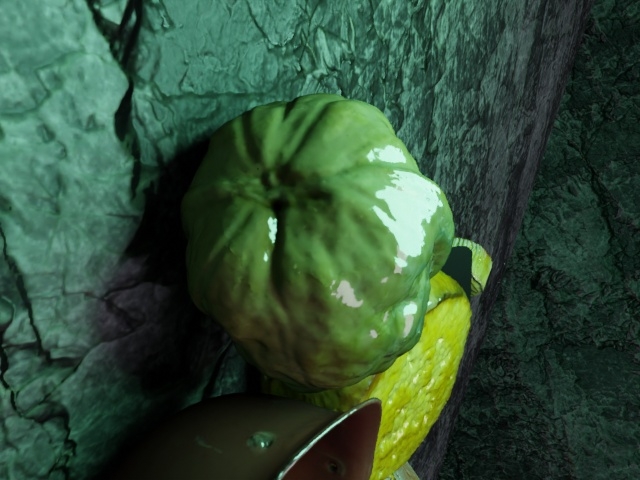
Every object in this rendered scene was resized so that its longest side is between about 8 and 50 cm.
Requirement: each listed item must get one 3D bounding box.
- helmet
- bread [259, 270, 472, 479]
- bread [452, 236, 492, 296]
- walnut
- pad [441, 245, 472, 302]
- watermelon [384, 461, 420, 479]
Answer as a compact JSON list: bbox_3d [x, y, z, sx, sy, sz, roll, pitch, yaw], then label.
[{"bbox_3d":[-0.113,0.298,0.517,0.337,0.230,0.385,8,100,-60],"label":"helmet"},{"bbox_3d":[0.074,0.182,0.787,0.398,0.215,0.398,-28,130,-39],"label":"bread"},{"bbox_3d":[0.301,0.055,1.141,0.132,0.190,0.114,45,59,-30],"label":"bread"},{"bbox_3d":[0.000,0.002,0.506,0.253,0.282,0.277,-30,145,9],"label":"walnut"},{"bbox_3d":[0.233,0.128,1.072,0.375,0.315,0.063,74,0,-48],"label":"pad"},{"bbox_3d":[0.099,0.572,1.110,0.222,0.319,0.292,-95,-150,-67],"label":"watermelon"}]
